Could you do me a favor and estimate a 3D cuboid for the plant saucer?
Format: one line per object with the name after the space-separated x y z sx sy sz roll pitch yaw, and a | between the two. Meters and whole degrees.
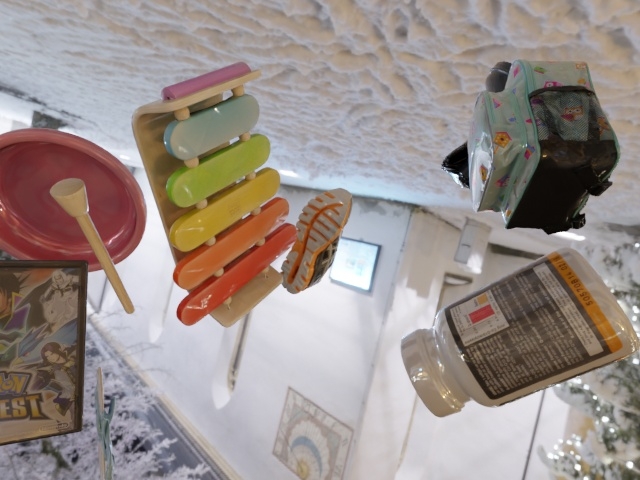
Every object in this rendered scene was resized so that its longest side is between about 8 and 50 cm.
-0.533 -0.081 0.885 0.333 0.331 0.084 13 -147 -18 | plant saucer

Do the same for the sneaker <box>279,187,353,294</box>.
0.000 0.000 0.773 0.084 0.214 0.083 42 -156 29 | sneaker

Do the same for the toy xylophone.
-0.137 -0.025 0.488 0.081 0.236 0.322 26 145 29 | toy xylophone

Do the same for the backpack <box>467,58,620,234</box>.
0.256 -0.121 0.515 0.145 0.188 0.165 8 151 16 | backpack

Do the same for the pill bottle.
0.268 0.140 0.609 0.279 0.162 0.162 -32 161 20 | pill bottle

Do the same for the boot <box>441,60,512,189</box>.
0.297 -0.202 0.760 0.094 0.207 0.246 37 -159 -20 | boot

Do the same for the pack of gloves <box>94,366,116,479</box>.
-0.471 0.416 0.951 0.046 0.231 0.195 -2 153 -34 | pack of gloves

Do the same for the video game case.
-0.466 0.148 0.559 0.275 0.247 0.035 2 174 -31 | video game case
